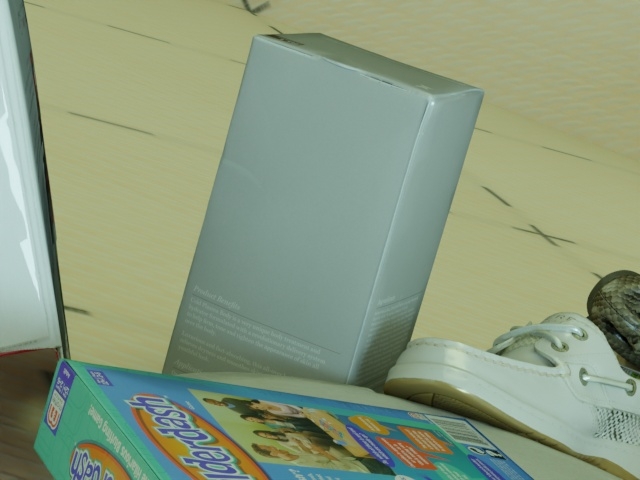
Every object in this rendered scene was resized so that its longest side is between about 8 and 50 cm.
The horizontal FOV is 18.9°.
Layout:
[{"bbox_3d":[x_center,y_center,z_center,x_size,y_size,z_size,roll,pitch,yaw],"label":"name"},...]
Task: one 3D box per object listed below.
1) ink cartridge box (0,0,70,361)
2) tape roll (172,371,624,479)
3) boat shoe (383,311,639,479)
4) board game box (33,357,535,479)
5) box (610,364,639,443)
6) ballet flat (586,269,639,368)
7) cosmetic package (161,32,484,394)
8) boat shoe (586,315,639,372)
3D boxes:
[{"bbox_3d":[-0.212,-0.028,1.036,0.130,0.272,0.309,-9,10,-6],"label":"ink cartridge box"},{"bbox_3d":[0.068,0.170,0.922,0.392,0.072,0.392,17,13,-4],"label":"tape roll"},{"bbox_3d":[0.139,0.090,1.195,0.098,0.096,0.277,4,-14,40],"label":"boat shoe"},{"bbox_3d":[0.005,0.112,0.797,0.210,0.047,0.160,12,14,-28],"label":"board game box"},{"bbox_3d":[0.227,0.135,1.401,0.114,0.036,0.207,21,12,11],"label":"box"},{"bbox_3d":[0.309,0.098,1.513,0.250,0.084,0.058,31,13,-30],"label":"ballet flat"},{"bbox_3d":[0.000,0.000,1.179,0.127,0.238,0.107,23,13,20],"label":"cosmetic package"},{"bbox_3d":[0.342,0.090,1.632,0.285,0.103,0.092,3,23,-33],"label":"boat shoe"}]
